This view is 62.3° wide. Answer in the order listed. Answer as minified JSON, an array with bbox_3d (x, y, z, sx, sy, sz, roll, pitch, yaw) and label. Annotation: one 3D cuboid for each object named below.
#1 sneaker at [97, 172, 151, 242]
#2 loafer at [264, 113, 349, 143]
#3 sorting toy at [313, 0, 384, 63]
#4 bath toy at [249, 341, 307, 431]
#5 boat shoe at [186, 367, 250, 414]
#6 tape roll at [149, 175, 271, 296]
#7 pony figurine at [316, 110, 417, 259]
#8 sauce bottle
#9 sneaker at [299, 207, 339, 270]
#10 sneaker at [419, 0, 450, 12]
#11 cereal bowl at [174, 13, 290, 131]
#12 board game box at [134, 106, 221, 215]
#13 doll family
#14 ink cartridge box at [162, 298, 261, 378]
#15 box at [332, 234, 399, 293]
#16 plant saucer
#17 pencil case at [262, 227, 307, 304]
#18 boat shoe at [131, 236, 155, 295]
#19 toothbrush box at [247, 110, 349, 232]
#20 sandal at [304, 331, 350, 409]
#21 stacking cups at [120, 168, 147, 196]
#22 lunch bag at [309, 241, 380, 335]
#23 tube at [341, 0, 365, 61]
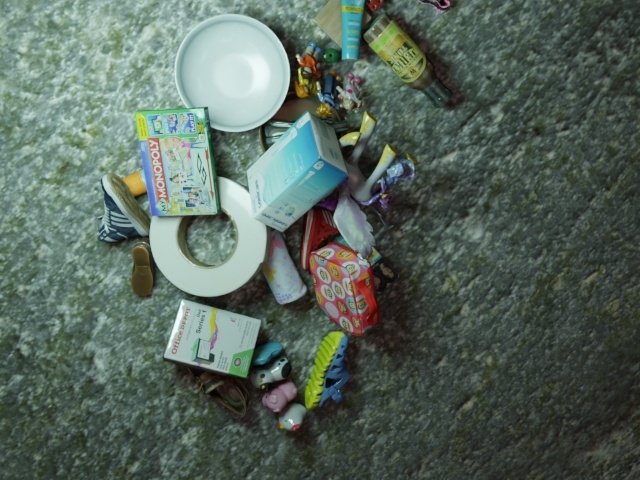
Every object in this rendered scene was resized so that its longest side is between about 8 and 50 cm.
[{"bbox_3d":[-0.641,-0.086,1.626,0.153,0.099,0.282,-14,146,1],"label":"sneaker"},{"bbox_3d":[-0.044,-0.362,1.669,0.268,0.096,0.084,-10,99,-4],"label":"loafer"},{"bbox_3d":[0.072,-0.700,1.665,0.132,0.046,0.274,39,96,-15],"label":"sorting toy"},{"bbox_3d":[-0.149,0.543,1.895,0.152,0.129,0.348,-21,106,-3],"label":"bath toy"},{"bbox_3d":[-0.370,0.480,1.847,0.123,0.123,0.342,-36,106,1],"label":"boat shoe"},{"bbox_3d":[-0.350,-0.014,1.690,0.393,0.072,0.391,0,92,10],"label":"tape roll"},{"bbox_3d":[0.124,-0.165,1.677,0.351,0.303,0.363,45,119,-1],"label":"pony figurine"},{"bbox_3d":[0.287,-0.569,1.696,0.344,0.111,0.111,40,95,-15],"label":"sauce bottle"},{"bbox_3d":[0.000,0.000,1.806,0.128,0.087,0.221,5,104,-8],"label":"sneaker"},{"bbox_3d":[0.361,-0.769,1.686,0.120,0.057,0.047,21,102,-11],"label":"sneaker"},{"bbox_3d":[-0.264,-0.502,1.615,0.339,0.141,0.338,-2,104,-7],"label":"cereal bowl"},{"bbox_3d":[-0.424,-0.232,1.589,0.214,0.046,0.317,-2,109,7],"label":"board game box"},{"bbox_3d":[0.008,-0.474,1.654,0.263,0.118,0.163,30,54,-25],"label":"doll family"},{"bbox_3d":[-0.364,0.334,1.777,0.279,0.117,0.201,17,70,-12],"label":"ink cartridge box"},{"bbox_3d":[0.159,0.067,1.858,0.100,0.060,0.244,-42,105,3],"label":"box"},{"bbox_3d":[-0.064,-0.349,1.734,0.278,0.041,0.277,-2,105,-8],"label":"plant saucer"},{"bbox_3d":[-0.142,0.079,1.791,0.114,0.124,0.272,-9,109,39],"label":"pencil case"},{"bbox_3d":[-0.580,0.087,1.746,0.073,0.073,0.206,10,122,-8],"label":"boat shoe"},{"bbox_3d":[-0.078,-0.202,1.588,0.126,0.216,0.296,27,126,-39],"label":"toothbrush box"},{"bbox_3d":[0.046,0.472,1.917,0.138,0.126,0.317,13,110,-15],"label":"sandal"},{"bbox_3d":[-0.524,-0.197,1.685,0.317,0.096,0.095,-23,106,2],"label":"stacking cups"},{"bbox_3d":[0.091,0.165,1.747,0.120,0.258,0.292,-28,122,-28],"label":"lunch bag"},{"bbox_3d":[0.097,-0.661,1.633,0.080,0.052,0.206,-1,98,-19],"label":"tube"}]
